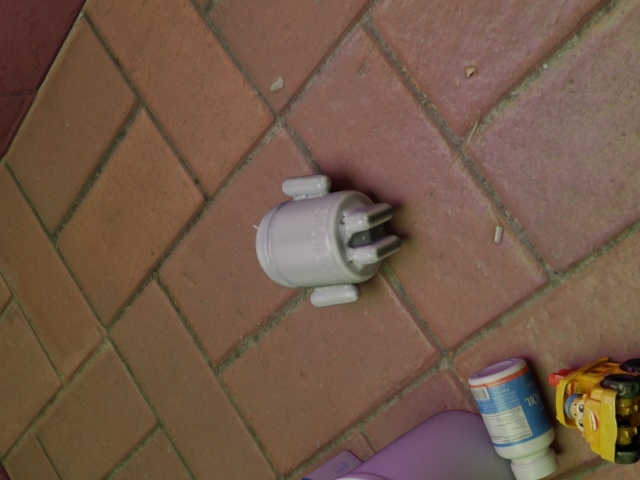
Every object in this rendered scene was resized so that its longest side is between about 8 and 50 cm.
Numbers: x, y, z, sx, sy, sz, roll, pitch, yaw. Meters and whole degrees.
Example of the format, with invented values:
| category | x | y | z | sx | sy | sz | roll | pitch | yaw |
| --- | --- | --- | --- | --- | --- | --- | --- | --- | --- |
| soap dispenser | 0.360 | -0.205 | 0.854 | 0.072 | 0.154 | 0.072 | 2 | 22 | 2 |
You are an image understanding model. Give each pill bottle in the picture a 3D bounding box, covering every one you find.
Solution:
| category | x | y | z | sx | sy | sz | roll | pitch | yaw |
| --- | --- | --- | --- | --- | --- | --- | --- | --- | --- |
| pill bottle | 0.391 | 0.357 | 1.650 | 0.124 | 0.124 | 0.222 | -23 | 88 | 40 |

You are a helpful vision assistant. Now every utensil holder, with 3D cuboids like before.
| category | x | y | z | sx | sy | sz | roll | pitch | yaw |
| --- | --- | --- | --- | --- | --- | --- | --- | --- | --- |
| utensil holder | 0.215 | 0.553 | 1.676 | 0.327 | 0.385 | 0.328 | 13 | 111 | 37 |

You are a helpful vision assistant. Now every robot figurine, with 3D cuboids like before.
| category | x | y | z | sx | sy | sz | roll | pitch | yaw |
| --- | --- | --- | --- | --- | --- | --- | --- | --- | --- |
| robot figurine | 0.000 | 0.000 | 1.814 | 0.353 | 0.199 | 0.300 | -9 | 96 | 40 |

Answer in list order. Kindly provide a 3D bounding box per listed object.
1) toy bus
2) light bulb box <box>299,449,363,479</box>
| category | x | y | z | sx | sy | sz | roll | pitch | yaw |
| --- | --- | --- | --- | --- | --- | --- | --- | --- | --- |
| toy bus | 0.498 | 0.287 | 1.490 | 0.211 | 0.220 | 0.150 | 9 | 105 | 44 |
| light bulb box | 0.048 | 0.724 | 1.875 | 0.358 | 0.361 | 0.225 | 33 | 121 | 27 |
